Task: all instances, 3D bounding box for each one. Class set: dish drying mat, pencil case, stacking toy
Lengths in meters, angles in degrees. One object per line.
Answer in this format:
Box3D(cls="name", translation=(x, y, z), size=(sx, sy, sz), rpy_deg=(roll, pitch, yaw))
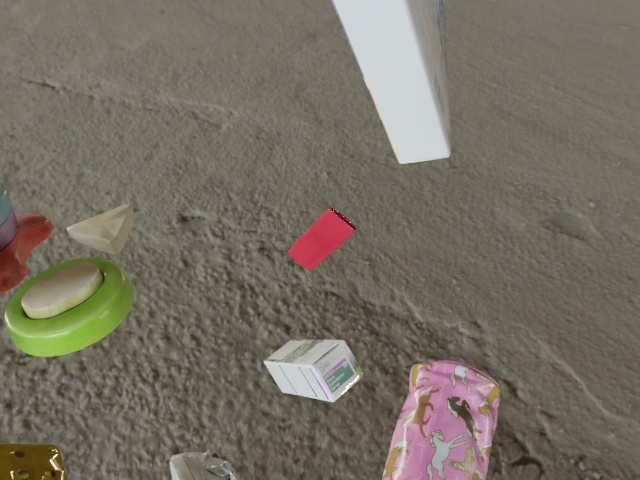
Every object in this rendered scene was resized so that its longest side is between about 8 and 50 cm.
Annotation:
Box3D(cls="dish drying mat", translation=(0.000, 0.000, 0.539), size=(0.032, 0.083, 0.008), rpy_deg=(41, 45, -5))
Box3D(cls="pencil case", translation=(0.198, 0.389, 0.944), size=(0.160, 0.167, 0.385), rpy_deg=(-10, 47, 37))
Box3D(cls="stacking toy", translation=(-0.361, 0.011, 0.628), size=(0.280, 0.130, 0.308), rpy_deg=(-13, 37, -4))

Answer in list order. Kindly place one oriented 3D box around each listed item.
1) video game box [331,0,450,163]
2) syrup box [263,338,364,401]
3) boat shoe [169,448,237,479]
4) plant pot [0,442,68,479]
Box3D(cls="video game box", translation=(0.050, -0.188, 0.396), size=(0.048, 0.205, 0.186), rpy_deg=(-5, 58, 21))
Box3D(cls="syrup box", translation=(-0.020, 0.279, 1.243), size=(0.093, 0.096, 0.237), rpy_deg=(-35, 10, -30))
Box3D(cls="boat shoe", translation=(-0.119, 0.252, 0.595), size=(0.063, 0.184, 0.066), rpy_deg=(-13, 76, -17))
Box3D(cls="plant pot", translation=(-0.527, 0.457, 0.939), size=(0.212, 0.187, 0.212), rpy_deg=(23, 12, -43))
